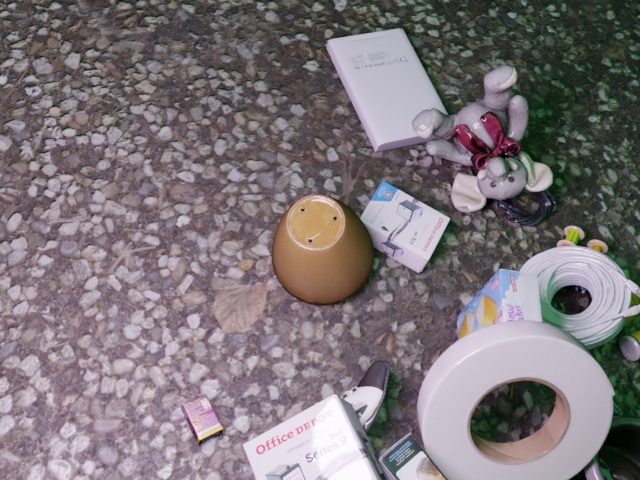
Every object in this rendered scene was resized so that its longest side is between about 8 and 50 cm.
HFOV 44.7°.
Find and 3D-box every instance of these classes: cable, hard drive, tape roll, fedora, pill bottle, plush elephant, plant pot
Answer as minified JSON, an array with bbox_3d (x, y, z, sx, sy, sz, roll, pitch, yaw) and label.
[{"bbox_3d":[0.587,0.133,1.818,0.257,0.089,0.257,-30,53,3],"label":"cable"},{"bbox_3d":[0.187,-0.410,2.095,0.233,0.047,0.353,-14,66,-20],"label":"hard drive"},{"bbox_3d":[0.391,0.345,1.567,0.392,0.392,0.072,11,21,-7],"label":"tape roll"},{"bbox_3d":[0.515,-0.120,2.023,0.150,0.047,0.184,-30,75,-20],"label":"cable"},{"bbox_3d":[0.676,0.509,1.653,0.275,0.124,0.243,24,57,10],"label":"fedora"},{"bbox_3d":[0.784,0.243,1.875,0.116,0.065,0.065,-17,67,-21],"label":"pill bottle"},{"bbox_3d":[0.415,-0.210,1.905,0.272,0.330,0.255,-27,65,13],"label":"plush elephant"},{"bbox_3d":[0.000,0.000,1.675,0.237,0.254,0.237,-1,74,3],"label":"plant pot"}]

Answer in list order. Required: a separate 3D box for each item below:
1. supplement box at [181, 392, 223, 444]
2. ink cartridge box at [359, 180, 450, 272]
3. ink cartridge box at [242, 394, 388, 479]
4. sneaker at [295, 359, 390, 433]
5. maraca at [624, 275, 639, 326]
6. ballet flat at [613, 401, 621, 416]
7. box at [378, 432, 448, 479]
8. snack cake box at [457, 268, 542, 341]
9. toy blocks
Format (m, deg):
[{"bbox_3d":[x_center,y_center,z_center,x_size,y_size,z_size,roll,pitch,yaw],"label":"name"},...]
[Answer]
[{"bbox_3d":[-0.241,0.362,1.579,0.055,0.043,0.083,-21,70,-22],"label":"supplement box"},{"bbox_3d":[0.194,-0.033,1.874,0.191,0.082,0.139,29,60,5],"label":"ink cartridge box"},{"bbox_3d":[0.012,0.461,1.427,0.211,0.121,0.289,-30,63,5],"label":"ink cartridge box"},{"bbox_3d":[0.030,0.365,1.596,0.146,0.122,0.330,30,63,6],"label":"sneaker"},{"bbox_3d":[0.721,0.124,1.903,0.127,0.099,0.185,44,38,-37],"label":"maraca"},{"bbox_3d":[0.603,0.341,1.789,0.070,0.070,0.188,-31,71,-26],"label":"ballet flat"},{"bbox_3d":[0.216,0.533,1.527,0.087,0.169,0.290,-33,75,-24],"label":"box"},{"bbox_3d":[0.384,0.190,1.692,0.089,0.264,0.152,9,60,-8],"label":"snack cake box"},{"bbox_3d":[0.643,0.050,1.951,0.123,0.054,0.148,31,60,3],"label":"toy blocks"}]
